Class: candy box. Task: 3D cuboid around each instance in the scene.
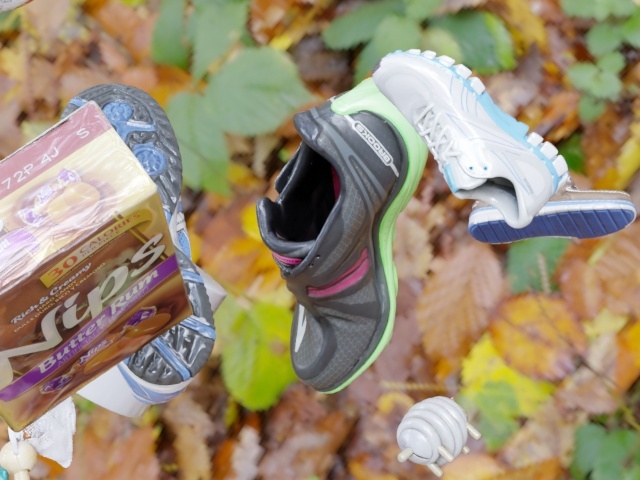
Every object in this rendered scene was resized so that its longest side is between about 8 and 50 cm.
[{"bbox_3d":[-0.121,0.020,0.688,0.109,0.186,0.053,-35,73,-11],"label":"candy box"}]

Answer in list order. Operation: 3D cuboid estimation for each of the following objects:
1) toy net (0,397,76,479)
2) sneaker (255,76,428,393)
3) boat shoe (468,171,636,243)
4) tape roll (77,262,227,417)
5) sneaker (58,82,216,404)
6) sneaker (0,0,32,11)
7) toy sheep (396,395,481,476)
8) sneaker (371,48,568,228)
[{"bbox_3d":[-0.255,0.176,1.147,0.045,0.122,0.232,-18,28,26],"label":"toy net"},{"bbox_3d":[0.000,0.000,2.020,0.185,0.202,0.482,49,142,44],"label":"sneaker"},{"bbox_3d":[0.249,-0.043,1.645,0.183,0.066,0.066,-3,59,21],"label":"boat shoe"},{"bbox_3d":[-0.246,0.058,1.670,0.169,0.246,0.246,-55,34,1],"label":"tape roll"},{"bbox_3d":[-0.118,0.001,0.920,0.081,0.080,0.211,112,150,-60],"label":"sneaker"},{"bbox_3d":[-0.444,-0.314,1.878,0.270,0.090,0.145,-24,0,25],"label":"sneaker"},{"bbox_3d":[0.140,0.240,1.889,0.091,0.091,0.132,-16,9,42],"label":"toy sheep"},{"bbox_3d":[0.117,-0.082,1.271,0.083,0.191,0.071,-55,3,-34],"label":"sneaker"}]
